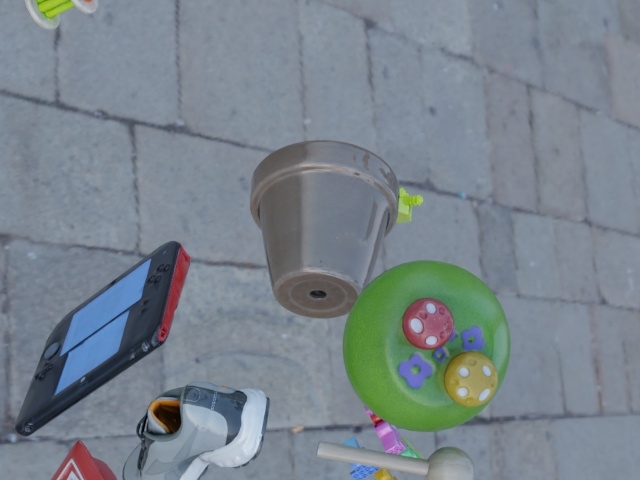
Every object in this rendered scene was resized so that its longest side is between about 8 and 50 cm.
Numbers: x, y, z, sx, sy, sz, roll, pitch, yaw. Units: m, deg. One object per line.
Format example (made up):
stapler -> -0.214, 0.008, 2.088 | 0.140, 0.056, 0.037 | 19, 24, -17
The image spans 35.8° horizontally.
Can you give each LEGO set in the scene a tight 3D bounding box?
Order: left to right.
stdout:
LEGO set -> 0.105, 0.323, 1.323 | 0.227, 0.087, 0.093 | 49, 12, -38

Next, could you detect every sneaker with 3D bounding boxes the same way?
sneaker -> -0.162, 0.215, 1.103 | 0.108, 0.271, 0.100 | 26, 51, -22

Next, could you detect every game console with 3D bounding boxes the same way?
game console -> -0.421, 0.180, 1.933 | 0.060, 0.387, 0.342 | 47, 22, -20

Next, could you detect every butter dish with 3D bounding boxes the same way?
butter dish -> -0.426, 0.484, 1.856 | 0.118, 0.160, 0.159 | 19, 110, -47

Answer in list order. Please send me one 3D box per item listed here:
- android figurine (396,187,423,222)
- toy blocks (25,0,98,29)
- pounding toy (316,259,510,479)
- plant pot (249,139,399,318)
android figurine -> 0.066, -0.072, 1.930 | 0.248, 0.273, 0.056 | 16, 74, -50
toy blocks -> -0.248, -0.286, 1.000 | 0.123, 0.148, 0.054 | 49, 32, -44
pounding toy -> 0.114, 0.137, 1.003 | 0.183, 0.110, 0.236 | 17, 86, -10
plant pot -> 0.000, 0.000, 1.661 | 0.263, 0.263, 0.229 | 37, 44, -36
